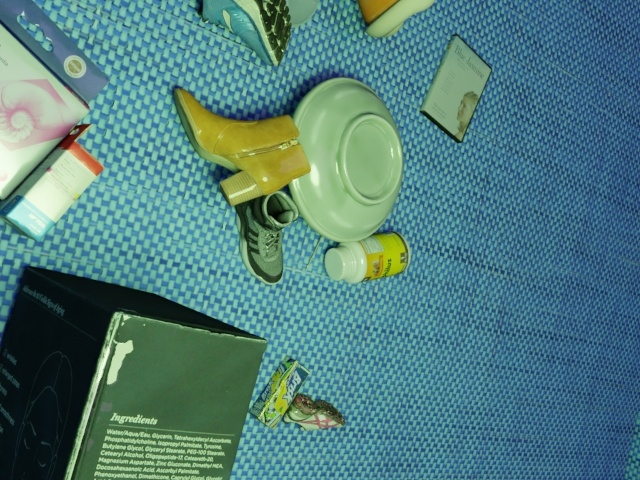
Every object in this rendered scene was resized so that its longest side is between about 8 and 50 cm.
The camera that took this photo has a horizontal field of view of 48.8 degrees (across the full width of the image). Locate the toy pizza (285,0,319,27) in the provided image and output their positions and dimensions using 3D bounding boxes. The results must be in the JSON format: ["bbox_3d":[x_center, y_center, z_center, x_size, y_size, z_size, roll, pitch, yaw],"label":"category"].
[{"bbox_3d":[-0.086,-0.596,1.634,0.201,0.032,0.201,-6,101,-35],"label":"toy pizza"}]

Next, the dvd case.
[{"bbox_3d":[0.389,-0.429,2.006,0.180,0.022,0.252,31,78,-34],"label":"dvd case"}]

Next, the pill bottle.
[{"bbox_3d":[0.120,0.046,1.815,0.215,0.117,0.117,-10,102,-34],"label":"pill bottle"}]

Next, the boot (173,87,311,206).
[{"bbox_3d":[-0.165,-0.233,1.520,0.211,0.104,0.295,-29,87,-16],"label":"boot"}]

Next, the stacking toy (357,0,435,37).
[{"bbox_3d":[0.130,-0.758,1.651,0.350,0.351,0.479,-43,101,-24],"label":"stacking toy"}]

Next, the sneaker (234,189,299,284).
[{"bbox_3d":[-0.116,-0.015,1.614,0.101,0.153,0.268,-23,109,-32],"label":"sneaker"}]

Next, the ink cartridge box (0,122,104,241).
[{"bbox_3d":[-0.500,-0.114,1.335,0.078,0.134,0.231,47,70,-30],"label":"ink cartridge box"}]

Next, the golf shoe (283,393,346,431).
[{"bbox_3d":[-0.016,0.453,1.814,0.186,0.067,0.086,28,106,-35],"label":"golf shoe"}]

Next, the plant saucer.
[{"bbox_3d":[0.093,-0.193,1.686,0.401,0.101,0.400,-2,93,-45],"label":"plant saucer"}]

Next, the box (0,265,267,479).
[{"bbox_3d":[-0.391,0.329,1.260,0.298,0.480,0.471,16,87,-38],"label":"box"}]

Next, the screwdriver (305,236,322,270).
[{"bbox_3d":[0.000,0.000,1.787,0.025,0.024,0.169,26,87,-64],"label":"screwdriver"}]

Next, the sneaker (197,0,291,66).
[{"bbox_3d":[-0.176,-0.508,1.533,0.330,0.147,0.129,52,48,-48],"label":"sneaker"}]

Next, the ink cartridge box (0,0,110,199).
[{"bbox_3d":[-0.596,-0.300,1.283,0.324,0.071,0.330,47,71,-30],"label":"ink cartridge box"}]

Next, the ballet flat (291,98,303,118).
[{"bbox_3d":[-0.046,-0.213,1.679,0.083,0.087,0.247,-19,105,-46],"label":"ballet flat"}]

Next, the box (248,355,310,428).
[{"bbox_3d":[-0.100,0.373,1.739,0.059,0.054,0.168,45,71,-31],"label":"box"}]
